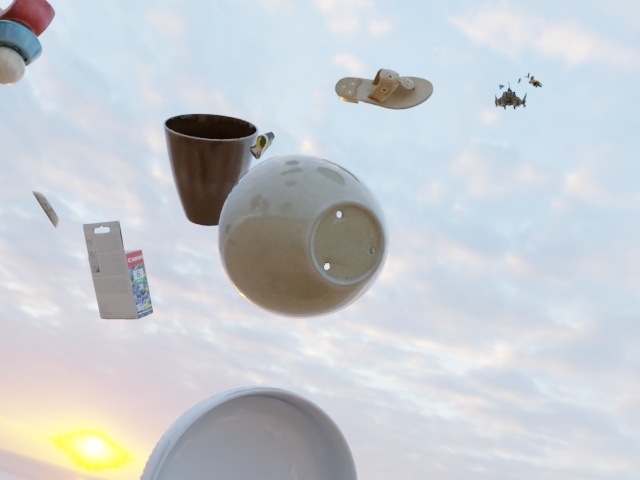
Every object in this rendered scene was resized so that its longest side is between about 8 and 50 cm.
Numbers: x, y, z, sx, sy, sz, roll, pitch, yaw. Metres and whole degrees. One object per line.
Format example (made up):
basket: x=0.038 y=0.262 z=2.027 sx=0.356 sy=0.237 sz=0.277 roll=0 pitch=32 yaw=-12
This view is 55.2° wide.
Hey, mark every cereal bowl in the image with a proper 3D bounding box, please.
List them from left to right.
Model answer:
cereal bowl: x=-0.117 y=0.382 z=0.910 sx=0.339 sy=0.339 sz=0.141 roll=29 pitch=-18 yaw=-25

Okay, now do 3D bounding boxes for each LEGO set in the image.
LEGO set: x=0.290 y=-0.216 z=0.915 sx=0.054 sy=0.023 sz=0.083 roll=23 pitch=-28 yaw=-1

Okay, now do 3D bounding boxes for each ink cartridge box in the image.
ink cartridge box: x=-0.235 y=0.033 z=0.710 sx=0.063 sy=0.115 sz=0.029 roll=-3 pitch=9 yaw=29

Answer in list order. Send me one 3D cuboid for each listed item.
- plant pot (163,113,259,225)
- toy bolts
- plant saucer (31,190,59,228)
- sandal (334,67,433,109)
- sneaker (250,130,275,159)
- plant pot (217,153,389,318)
plant pot: x=-0.261 y=-0.158 z=1.444 sx=0.215 sy=0.215 sz=0.230 roll=12 pitch=-65 yaw=10
toy bolts: x=-0.565 y=-0.343 z=0.967 sx=0.218 sy=0.158 sz=0.228 roll=-19 pitch=-34 yaw=33
plant saucer: x=-0.519 y=-0.061 z=1.164 sx=0.083 sy=0.015 sz=0.083 roll=45 pitch=-24 yaw=26
sandal: x=0.138 y=-0.364 z=1.435 sx=0.240 sy=0.088 sz=0.079 roll=7 pitch=-15 yaw=23
sneaker: x=-0.114 y=-0.191 z=1.232 sx=0.031 sy=0.035 sz=0.083 roll=56 pitch=-31 yaw=2
plant pot: x=0.000 y=0.000 z=0.978 sx=0.284 sy=0.284 sz=0.191 roll=29 pitch=-8 yaw=-25
